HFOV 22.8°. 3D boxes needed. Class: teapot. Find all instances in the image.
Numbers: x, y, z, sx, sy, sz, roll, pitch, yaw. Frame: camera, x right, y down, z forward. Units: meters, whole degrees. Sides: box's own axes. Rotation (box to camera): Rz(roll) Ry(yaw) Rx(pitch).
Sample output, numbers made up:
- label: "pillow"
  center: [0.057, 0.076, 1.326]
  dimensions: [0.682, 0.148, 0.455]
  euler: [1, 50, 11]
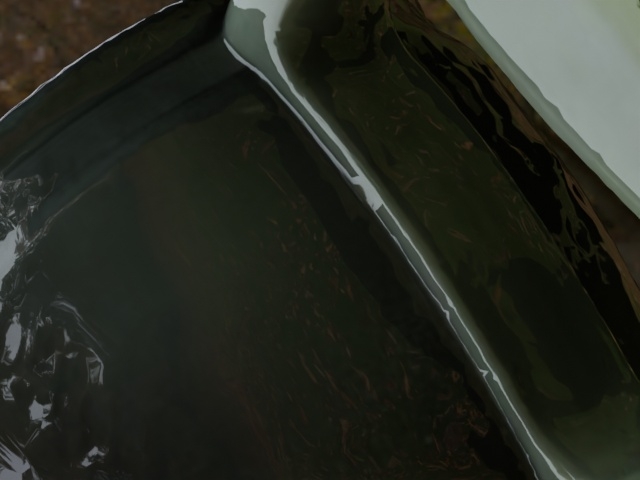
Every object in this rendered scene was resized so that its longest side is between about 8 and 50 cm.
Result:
- label: "teapot"
  center: [0.034, 0.044, 0.457]
  dimensions: [0.321, 0.239, 0.239]
  euler: [-51, -21, 19]

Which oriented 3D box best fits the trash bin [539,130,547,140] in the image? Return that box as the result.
- label: "trash bin"
  center: [0.000, 0.000, 1.195]
  dimensions: [0.217, 0.277, 0.262]
  euler: [4, -75, -64]
